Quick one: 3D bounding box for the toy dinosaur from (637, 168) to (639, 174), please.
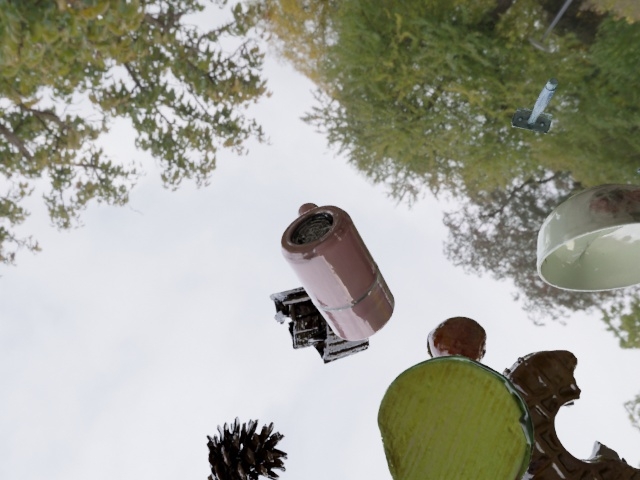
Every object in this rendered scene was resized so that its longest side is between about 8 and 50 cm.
[{"bbox_3d":[0.758,-0.105,0.681,0.384,0.331,0.129,7,-99,-23],"label":"toy dinosaur"}]

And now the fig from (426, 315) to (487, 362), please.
[{"bbox_3d":[0.440,0.344,1.509,0.205,0.205,0.205,14,-136,-14],"label":"fig"}]

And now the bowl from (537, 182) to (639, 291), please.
[{"bbox_3d":[0.566,-0.017,0.910,0.277,0.277,0.145,14,-124,-14],"label":"bowl"}]

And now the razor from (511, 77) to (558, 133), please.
[{"bbox_3d":[0.377,-0.234,0.785,0.068,0.135,0.040,16,-101,13],"label":"razor"}]

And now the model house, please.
[{"bbox_3d":[0.009,0.286,1.602,0.317,0.297,0.282,-12,-96,-12],"label":"model house"}]

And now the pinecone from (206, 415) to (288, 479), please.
[{"bbox_3d":[-0.168,0.507,1.069,0.208,0.207,0.207,14,-136,-14],"label":"pinecone"}]

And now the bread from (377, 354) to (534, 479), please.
[{"bbox_3d":[0.193,0.281,0.679,0.228,0.228,0.033,32,-179,6],"label":"bread"}]

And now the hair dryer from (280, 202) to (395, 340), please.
[{"bbox_3d":[0.000,0.000,0.855,0.125,0.210,0.352,-31,-147,1],"label":"hair dryer"}]

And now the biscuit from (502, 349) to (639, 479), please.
[{"bbox_3d":[0.519,0.432,1.000,0.268,0.115,0.366,-24,-116,-12],"label":"biscuit"}]
